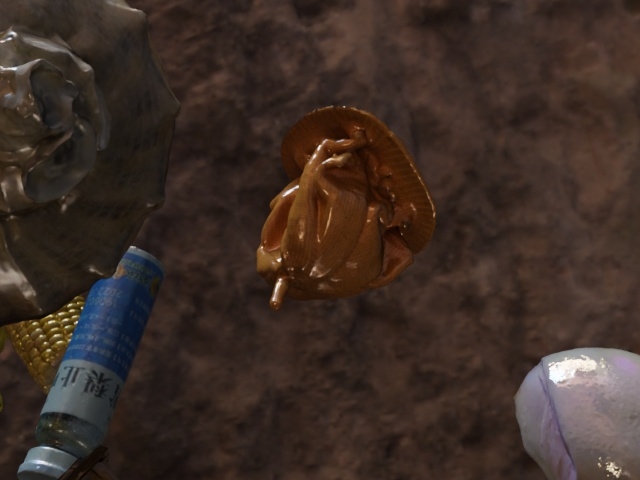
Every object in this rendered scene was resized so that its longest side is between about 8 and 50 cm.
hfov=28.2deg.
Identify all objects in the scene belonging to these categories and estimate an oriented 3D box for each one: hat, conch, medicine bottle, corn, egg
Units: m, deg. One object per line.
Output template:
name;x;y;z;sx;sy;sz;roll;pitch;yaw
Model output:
hat;0.000;0.000;1.585;0.233;0.244;0.233;32;-126;4
conch;-0.164;-0.037;0.692;0.291;0.159;0.210;153;136;-78
medicine bottle;-0.164;0.093;0.930;0.051;0.051;0.191;48;-134;-40
corn;-0.309;0.054;1.356;0.244;0.093;0.093;52;-162;27
egg;0.345;0.255;1.402;0.271;0.206;0.162;64;-166;-11

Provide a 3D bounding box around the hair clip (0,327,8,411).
hair clip;-0.422;0.133;1.616;0.046;0.072;0.173;9;-102;-42

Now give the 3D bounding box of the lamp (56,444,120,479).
lamp;-0.032;0.253;0.664;0.325;0.089;0.090;42;-110;7
